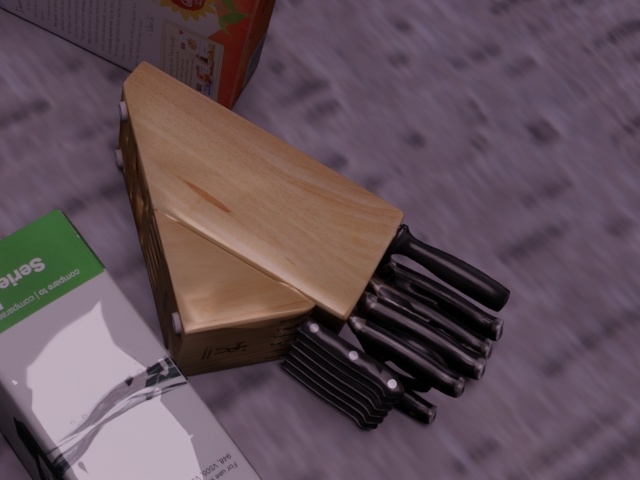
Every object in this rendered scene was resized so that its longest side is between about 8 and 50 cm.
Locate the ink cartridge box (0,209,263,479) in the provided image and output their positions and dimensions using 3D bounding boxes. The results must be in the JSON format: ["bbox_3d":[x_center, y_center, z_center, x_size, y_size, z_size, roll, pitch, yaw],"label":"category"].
[{"bbox_3d":[-0.130,0.110,0.657,0.087,0.153,0.208,-33,74,-24],"label":"ink cartridge box"}]

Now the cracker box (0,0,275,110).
[{"bbox_3d":[-0.147,-0.202,0.805,0.232,0.155,0.067,26,61,0],"label":"cracker box"}]

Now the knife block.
[{"bbox_3d":[0.000,0.000,0.780,0.242,0.088,0.275,-10,67,-19],"label":"knife block"}]
